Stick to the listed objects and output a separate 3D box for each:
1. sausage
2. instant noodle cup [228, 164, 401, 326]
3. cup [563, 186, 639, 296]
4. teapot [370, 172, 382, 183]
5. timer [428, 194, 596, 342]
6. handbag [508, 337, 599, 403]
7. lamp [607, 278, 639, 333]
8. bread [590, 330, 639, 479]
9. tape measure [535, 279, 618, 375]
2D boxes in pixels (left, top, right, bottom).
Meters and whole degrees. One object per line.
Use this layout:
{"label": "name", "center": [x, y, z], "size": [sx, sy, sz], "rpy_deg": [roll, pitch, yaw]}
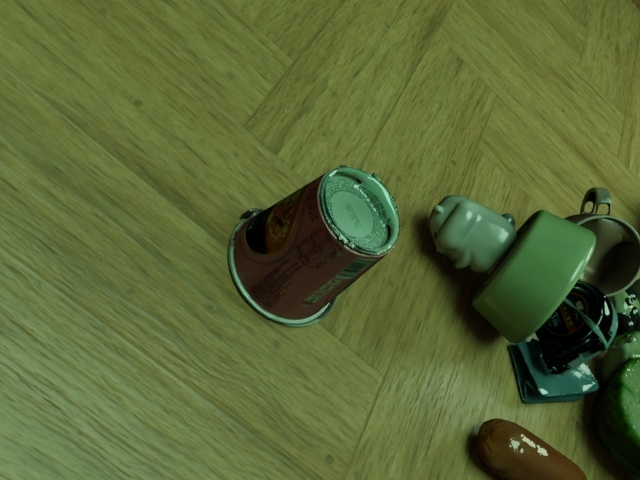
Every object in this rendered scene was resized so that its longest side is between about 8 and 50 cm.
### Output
{"label": "sausage", "center": [0.418, 0.447, 1.367], "size": [0.259, 0.113, 0.113], "rpy_deg": [35, 51, -18]}
{"label": "instant noodle cup", "center": [0.000, 0.000, 1.180], "size": [0.244, 0.255, 0.244], "rpy_deg": [18, 56, -28]}
{"label": "cup", "center": [0.655, -0.004, 1.663], "size": [0.192, 0.200, 0.252], "rpy_deg": [3, 97, 4]}
{"label": "teapot", "center": [0.096, -0.107, 1.444], "size": [0.083, 0.057, 0.067], "rpy_deg": [-28, 123, -46]}
{"label": "timer", "center": [0.373, 0.020, 1.476], "size": [0.315, 0.290, 0.291], "rpy_deg": [34, 48, 7]}
{"label": "handbag", "center": [0.533, 0.295, 1.569], "size": [0.221, 0.057, 0.144], "rpy_deg": [5, 58, -34]}
{"label": "lamp", "center": [0.846, 0.185, 1.783], "size": [0.244, 0.198, 0.197], "rpy_deg": [12, 61, -23]}
{"label": "bread", "center": [0.801, 0.381, 1.587], "size": [0.366, 0.129, 0.382], "rpy_deg": [-15, 50, -22]}
{"label": "tape measure", "center": [0.564, 0.183, 1.521], "size": [0.107, 0.181, 0.182], "rpy_deg": [38, 32, -34]}
